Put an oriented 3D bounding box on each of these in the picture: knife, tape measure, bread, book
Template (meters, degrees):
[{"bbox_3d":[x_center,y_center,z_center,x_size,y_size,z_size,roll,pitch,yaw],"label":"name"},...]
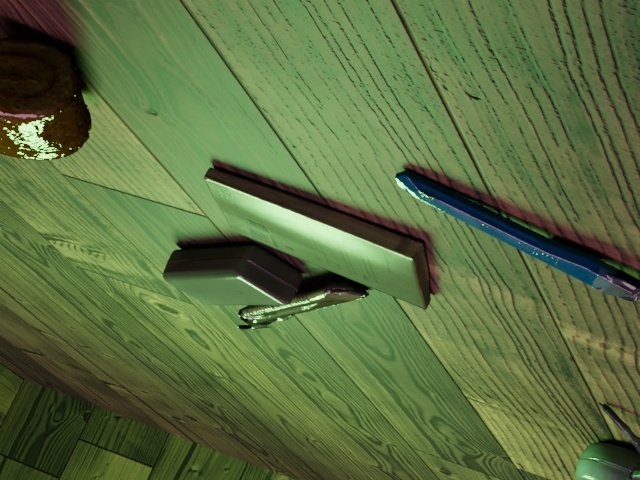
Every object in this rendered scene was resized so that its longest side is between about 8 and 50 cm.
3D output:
[{"bbox_3d":[0.212,-0.005,1.609,0.297,0.026,0.044,27,161,0],"label":"knife"},{"bbox_3d":[-0.031,0.087,2.217,0.089,0.043,0.365,-5,173,-24],"label":"knife"},{"bbox_3d":[0.416,0.321,2.227,0.164,0.084,0.330,7,158,36],"label":"tape measure"},{"bbox_3d":[-0.331,-0.157,1.748,0.132,0.103,0.172,8,164,0],"label":"bread"},{"bbox_3d":[0.000,0.000,1.920,0.283,0.025,0.215,21,164,13],"label":"book"}]

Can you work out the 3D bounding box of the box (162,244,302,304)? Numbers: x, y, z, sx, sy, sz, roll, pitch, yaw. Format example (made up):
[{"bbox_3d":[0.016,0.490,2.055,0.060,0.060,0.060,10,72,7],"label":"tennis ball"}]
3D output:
[{"bbox_3d":[-0.129,0.051,2.207,0.103,0.055,0.244,32,162,-27],"label":"box"}]
